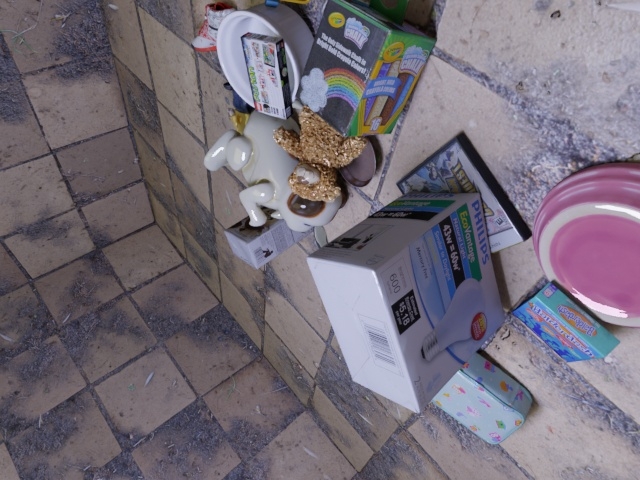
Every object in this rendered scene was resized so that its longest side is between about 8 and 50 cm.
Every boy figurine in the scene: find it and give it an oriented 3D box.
[{"bbox_3d":[-0.287,-0.443,1.599,0.177,0.092,0.285,33,139,34],"label":"boy figurine"}]

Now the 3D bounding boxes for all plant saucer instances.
[{"bbox_3d":[0.106,-0.234,1.220,0.168,0.029,0.169,35,135,44],"label":"plant saucer"},{"bbox_3d":[0.538,0.028,0.781,0.332,0.084,0.332,37,144,33],"label":"plant saucer"}]

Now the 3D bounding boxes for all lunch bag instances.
[{"bbox_3d":[0.441,0.444,1.258,0.279,0.107,0.224,35,138,22],"label":"lunch bag"}]

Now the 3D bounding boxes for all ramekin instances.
[{"bbox_3d":[-0.141,-0.512,1.203,0.277,0.135,0.277,26,143,21],"label":"ramekin"}]

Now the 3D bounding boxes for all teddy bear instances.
[{"bbox_3d":[0.003,-0.270,1.141,0.245,0.338,0.113,32,-168,-4],"label":"teddy bear"}]

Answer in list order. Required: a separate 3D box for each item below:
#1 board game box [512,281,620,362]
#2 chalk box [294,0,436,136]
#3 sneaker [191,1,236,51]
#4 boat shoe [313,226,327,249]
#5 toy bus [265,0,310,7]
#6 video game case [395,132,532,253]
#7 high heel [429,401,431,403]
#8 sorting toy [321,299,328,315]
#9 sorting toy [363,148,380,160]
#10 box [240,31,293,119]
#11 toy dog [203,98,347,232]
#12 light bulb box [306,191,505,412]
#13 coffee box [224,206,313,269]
[{"bbox_3d":[0.508,0.181,0.919,0.160,0.047,0.210,46,175,22],"label":"board game box"},{"bbox_3d":[0.104,-0.393,0.917,0.180,0.179,0.289,45,128,25],"label":"chalk box"},{"bbox_3d":[-0.359,-0.718,1.452,0.270,0.090,0.145,25,136,40],"label":"sneaker"},{"bbox_3d":[0.000,0.000,1.621,0.043,0.049,0.137,16,135,54],"label":"boat shoe"},{"bbox_3d":[-0.063,-0.666,1.024,0.191,0.104,0.202,-132,45,-59],"label":"toy bus"},{"bbox_3d":[0.330,-0.081,1.046,0.275,0.035,0.248,57,151,3],"label":"video game case"},{"bbox_3d":[0.337,0.442,1.457,0.186,0.093,0.261,42,131,16],"label":"high heel"},{"bbox_3d":[0.116,0.227,1.611,0.255,0.089,0.257,35,144,36],"label":"sorting toy"},{"bbox_3d":[0.135,-0.243,1.216,0.083,0.012,0.062,11,126,53],"label":"sorting toy"},{"bbox_3d":[-0.138,-0.430,1.138,0.114,0.036,0.207,23,143,25],"label":"box"},{"bbox_3d":[-0.098,-0.209,1.396,0.395,0.284,0.408,-45,73,19],"label":"toy dog"},{"bbox_3d":[0.213,0.116,1.004,0.225,0.361,0.358,8,125,52],"label":"light bulb box"},{"bbox_3d":[-0.177,-0.043,1.593,0.168,0.297,0.119,24,140,44],"label":"coffee box"}]
